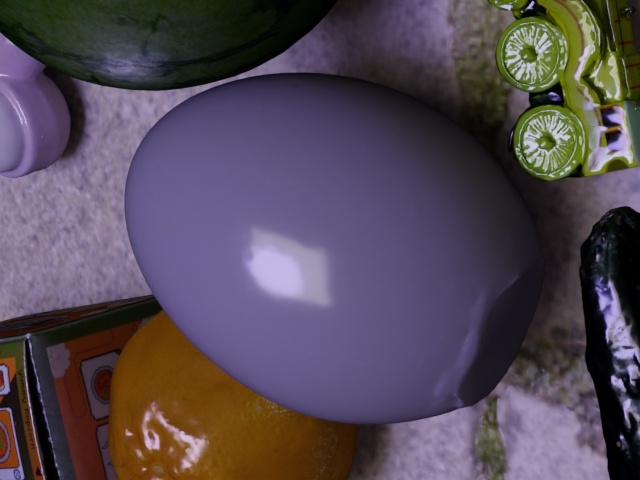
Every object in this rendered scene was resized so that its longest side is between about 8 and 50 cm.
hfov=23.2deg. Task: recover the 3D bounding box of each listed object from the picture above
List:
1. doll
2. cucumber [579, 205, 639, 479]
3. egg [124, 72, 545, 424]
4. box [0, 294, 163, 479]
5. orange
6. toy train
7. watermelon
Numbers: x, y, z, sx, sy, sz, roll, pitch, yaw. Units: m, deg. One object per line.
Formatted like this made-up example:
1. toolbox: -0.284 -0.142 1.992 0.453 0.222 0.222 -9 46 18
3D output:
1. doll: -0.286 -0.074 1.129 0.365 0.094 0.160 -37 79 42
2. cucumber: 0.180 0.131 0.744 0.072 0.081 0.303 -14 88 11
3. egg: 0.000 0.000 0.822 0.232 0.176 0.176 21 115 20
4. box: -0.185 0.142 1.052 0.195 0.148 0.177 -9 95 44
5. orange: -0.058 0.108 0.931 0.159 0.136 0.159 14 115 32
6. toy train: 0.113 -0.151 0.774 0.085 0.053 0.249 -12 91 34
7. watermelon: -0.085 -0.199 0.817 0.242 0.242 0.242 12 108 40
